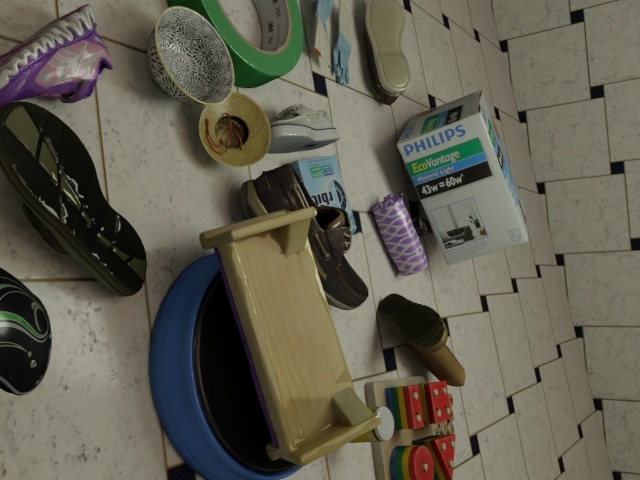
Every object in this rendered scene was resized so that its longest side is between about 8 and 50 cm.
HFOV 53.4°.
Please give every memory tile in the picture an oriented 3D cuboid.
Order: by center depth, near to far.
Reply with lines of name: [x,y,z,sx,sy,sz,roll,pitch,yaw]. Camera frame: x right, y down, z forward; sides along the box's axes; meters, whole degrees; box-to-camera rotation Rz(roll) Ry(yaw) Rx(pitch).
memory tile: [0.314,0.457,1.620,0.113,0.012,0.147,30,55,-47]

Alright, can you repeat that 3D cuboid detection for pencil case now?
pencil case: [0.197,-0.013,1.578,0.088,0.086,0.206,-74,142,-73]

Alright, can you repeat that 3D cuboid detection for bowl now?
bowl: [-0.105,0.203,1.058,0.391,0.077,0.391,27,56,-48]
bowl: [-0.231,-0.293,1.064,0.170,0.080,0.170,25,58,-47]

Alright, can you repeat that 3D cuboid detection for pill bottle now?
pill bottle: [0.077,0.355,1.223,0.065,0.116,0.065,27,55,-48]

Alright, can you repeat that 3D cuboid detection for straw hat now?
straw hat: [-0.165,-0.190,1.137,0.145,0.061,0.144,7,78,-35]

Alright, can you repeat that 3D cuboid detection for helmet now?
helmet: [-0.373,0.098,0.636,0.161,0.170,0.169,36,48,-64]

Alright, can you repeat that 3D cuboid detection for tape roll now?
tape roll: [-0.159,-0.463,1.240,0.321,0.077,0.321,27,56,-48]

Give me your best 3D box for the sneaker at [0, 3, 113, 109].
sneaker: [-0.357,-0.225,0.853,0.104,0.095,0.236,63,34,-30]

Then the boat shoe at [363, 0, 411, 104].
boat shoe: [0.173,-0.527,1.730,0.117,0.096,0.324,-3,72,-15]

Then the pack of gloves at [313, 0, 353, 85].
pack of gloves: [0.020,-0.506,1.565,0.195,0.046,0.232,39,49,-57]

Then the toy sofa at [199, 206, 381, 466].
toy sofa: [-0.060,0.140,0.976,0.150,0.177,0.362,-19,93,-32]

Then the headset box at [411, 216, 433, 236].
headset box: [0.253,-0.033,1.679,0.083,0.062,0.032,22,59,-51]

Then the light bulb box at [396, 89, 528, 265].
light bulb box: [0.396,-0.182,1.746,0.361,0.225,0.358,65,22,-15]

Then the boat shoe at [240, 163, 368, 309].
boat shoe: [0.000,0.000,1.200,0.355,0.130,0.132,47,17,-33]

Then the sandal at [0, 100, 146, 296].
sandal: [-0.332,-0.035,0.826,0.120,0.086,0.302,-74,150,-46]

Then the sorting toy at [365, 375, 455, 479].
sorting toy: [0.219,0.435,1.422,0.257,0.089,0.255,11,69,-54]

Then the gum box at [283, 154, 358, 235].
gum box: [0.005,-0.085,1.359,0.157,0.041,0.184,-19,94,-56]

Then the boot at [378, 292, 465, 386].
boot: [0.270,0.252,1.476,0.269,0.089,0.236,51,-4,-30]

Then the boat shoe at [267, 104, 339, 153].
boat shoe: [-0.046,-0.235,1.301,0.268,0.096,0.088,-18,88,-57]
